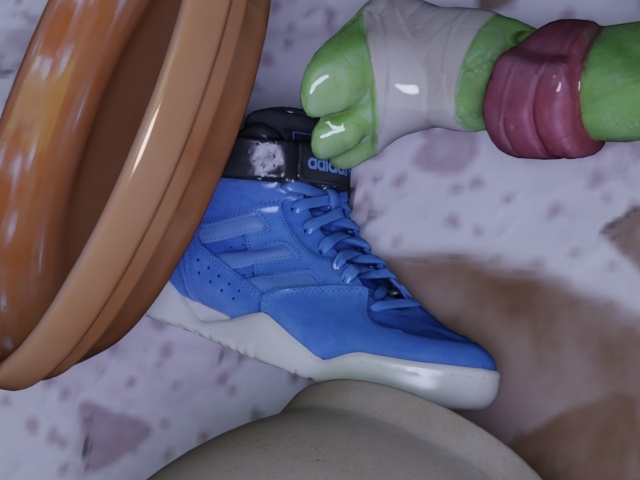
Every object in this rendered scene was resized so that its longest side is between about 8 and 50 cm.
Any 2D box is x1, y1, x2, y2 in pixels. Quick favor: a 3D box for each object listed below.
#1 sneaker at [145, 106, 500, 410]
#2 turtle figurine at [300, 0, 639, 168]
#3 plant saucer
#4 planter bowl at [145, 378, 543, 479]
[{"bbox_3d":[-0.001,0.000,0.662,0.152,0.058,0.084,18,93,36],"label":"sneaker"},{"bbox_3d":[0.101,-0.032,0.542,0.266,0.198,0.274,15,79,28],"label":"turtle figurine"},{"bbox_3d":[-0.068,-0.042,0.668,0.200,0.037,0.200,-50,28,39],"label":"plant saucer"},{"bbox_3d":[0.008,0.110,0.583,0.162,0.162,0.109,14,56,29],"label":"planter bowl"}]
